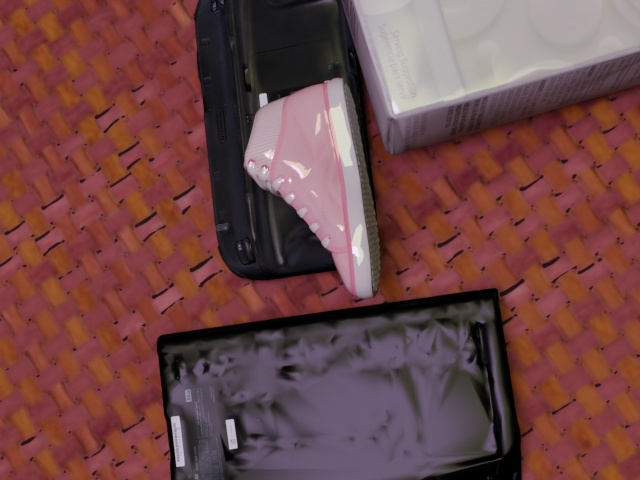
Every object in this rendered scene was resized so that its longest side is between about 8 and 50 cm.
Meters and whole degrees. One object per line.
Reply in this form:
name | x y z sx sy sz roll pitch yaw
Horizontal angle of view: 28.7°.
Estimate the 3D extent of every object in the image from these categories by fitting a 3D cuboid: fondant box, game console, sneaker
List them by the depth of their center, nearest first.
fondant box | 0.164 -0.213 0.737 0.330 0.096 0.238 -16 79 -1
sneaker | -0.006 -0.026 0.740 0.070 0.051 0.134 -12 77 8
game console | 0.000 0.000 0.782 0.213 0.044 0.361 -8 81 7
